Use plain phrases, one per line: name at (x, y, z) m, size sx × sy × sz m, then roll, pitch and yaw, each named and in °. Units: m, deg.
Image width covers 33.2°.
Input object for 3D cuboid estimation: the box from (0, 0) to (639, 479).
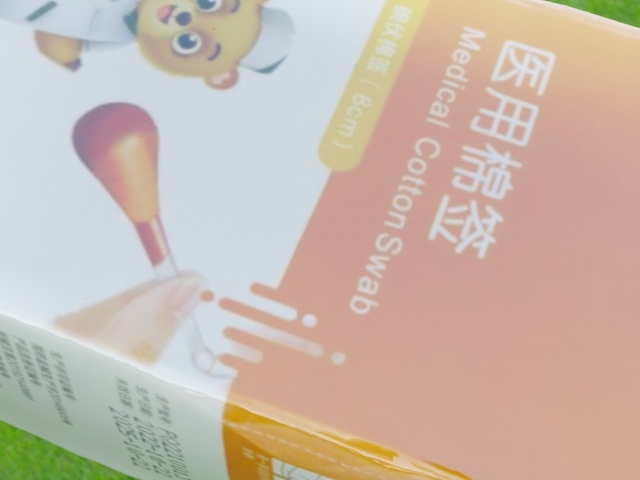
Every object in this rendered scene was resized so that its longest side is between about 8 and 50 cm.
box at (0.000, 0.000, 0.465) m, size 0.341 × 0.143 × 0.225 m, roll 18°, pitch 61°, yaw 10°
